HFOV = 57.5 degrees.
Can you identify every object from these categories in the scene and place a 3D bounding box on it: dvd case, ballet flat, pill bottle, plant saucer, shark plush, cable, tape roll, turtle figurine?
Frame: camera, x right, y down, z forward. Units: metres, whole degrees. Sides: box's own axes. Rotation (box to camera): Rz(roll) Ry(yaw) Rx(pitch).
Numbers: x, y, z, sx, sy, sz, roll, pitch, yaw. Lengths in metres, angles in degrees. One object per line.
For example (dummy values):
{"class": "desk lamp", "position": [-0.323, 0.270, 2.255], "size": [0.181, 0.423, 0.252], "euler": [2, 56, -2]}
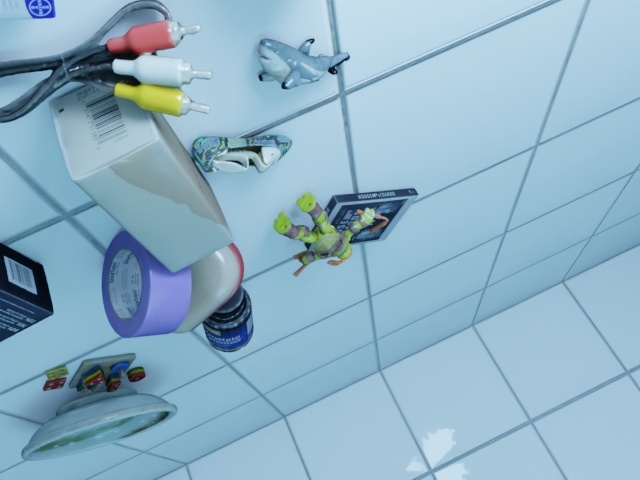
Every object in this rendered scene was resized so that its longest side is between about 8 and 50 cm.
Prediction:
{"class": "dvd case", "position": [0.096, -0.050, 1.379], "size": [0.239, 0.029, 0.179], "euler": [-9, 147, -33]}
{"class": "ballet flat", "position": [-0.122, -0.139, 0.979], "size": [0.188, 0.070, 0.070], "euler": [-9, 149, -32]}
{"class": "pill bottle", "position": [-0.223, 0.173, 1.382], "size": [0.123, 0.123, 0.219], "euler": [-20, 153, -14]}
{"class": "plant saucer", "position": [-0.599, 0.486, 1.590], "size": [0.400, 0.100, 0.400], "euler": [-18, 159, -7]}
{"class": "shark plush", "position": [-0.017, -0.266, 0.863], "size": [0.161, 0.073, 0.067], "euler": [-9, 119, -23]}
{"class": "cable", "position": [-0.274, -0.208, 0.681], "size": [0.287, 0.072, 0.139], "euler": [-7, 106, -12]}
{"class": "tape roll", "position": [-0.316, 0.078, 1.050], "size": [0.080, 0.189, 0.189], "euler": [3, 141, -44]}
{"class": "turtle figurine", "position": [0.000, 0.000, 1.269], "size": [0.269, 0.087, 0.217], "euler": [-30, 139, 25]}

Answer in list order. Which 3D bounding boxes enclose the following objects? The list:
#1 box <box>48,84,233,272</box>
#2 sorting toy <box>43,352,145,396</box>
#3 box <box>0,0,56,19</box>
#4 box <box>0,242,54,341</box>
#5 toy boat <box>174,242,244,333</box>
{"class": "box", "position": [-0.249, -0.087, 0.867], "size": [0.121, 0.148, 0.311], "euler": [-27, 155, -2]}
{"class": "sorting toy", "position": [-0.555, 0.344, 1.471], "size": [0.274, 0.046, 0.132], "euler": [1, 142, -42]}
{"class": "box", "position": [-0.328, -0.275, 0.537], "size": [0.137, 0.072, 0.126], "euler": [-13, 150, -25]}
{"class": "box", "position": [-0.575, 0.102, 0.946], "size": [0.207, 0.108, 0.153], "euler": [-27, 154, 0]}
{"class": "toy boat", "position": [-0.250, 0.076, 1.202], "size": [0.231, 0.151, 0.151], "euler": [-39, -179, 24]}
